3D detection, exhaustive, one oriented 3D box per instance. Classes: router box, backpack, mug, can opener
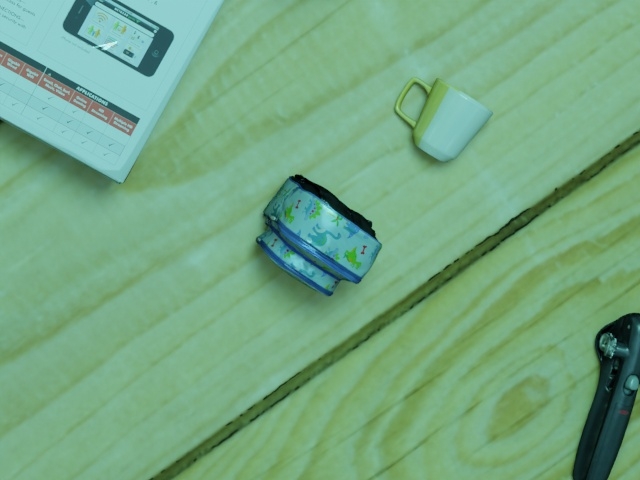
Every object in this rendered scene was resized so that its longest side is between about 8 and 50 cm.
[{"bbox_3d":[-0.247,-0.259,1.528,0.335,0.082,0.301,30,91,-13],"label":"router box"},{"bbox_3d":[0.000,0.000,1.593,0.105,0.114,0.084,34,90,-14],"label":"backpack"},{"bbox_3d":[0.114,-0.112,1.638,0.062,0.078,0.064,22,103,-45],"label":"mug"},{"bbox_3d":[0.286,0.157,1.698,0.073,0.059,0.186,17,93,-13],"label":"can opener"}]
